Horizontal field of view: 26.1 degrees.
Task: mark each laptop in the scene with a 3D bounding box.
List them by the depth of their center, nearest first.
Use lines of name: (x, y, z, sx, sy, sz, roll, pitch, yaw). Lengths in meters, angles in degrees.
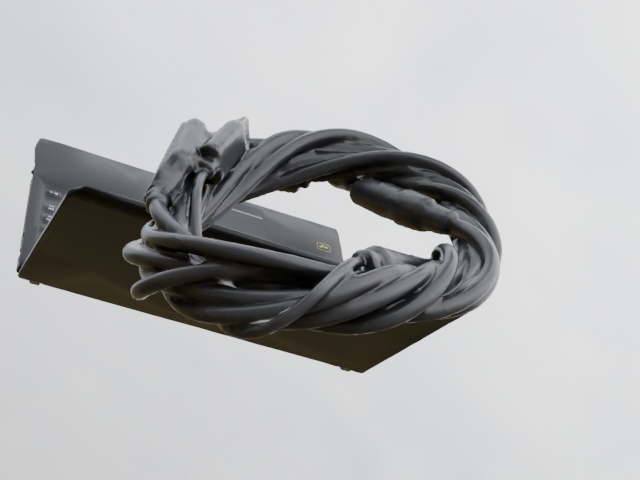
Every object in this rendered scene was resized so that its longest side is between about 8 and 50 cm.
laptop: (-0.058, -0.014, 0.870, 0.234, 0.264, 0.136, 18, -61, -17)

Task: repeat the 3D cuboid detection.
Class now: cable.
cable: (0.000, 0.000, 0.557, 0.151, 0.184, 0.047, 13, -68, -2)
